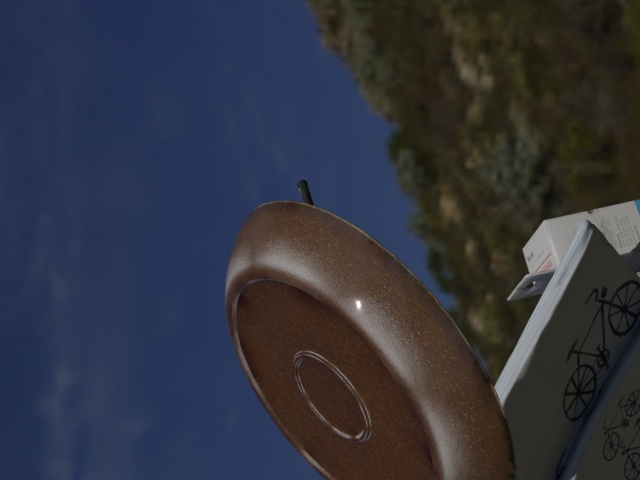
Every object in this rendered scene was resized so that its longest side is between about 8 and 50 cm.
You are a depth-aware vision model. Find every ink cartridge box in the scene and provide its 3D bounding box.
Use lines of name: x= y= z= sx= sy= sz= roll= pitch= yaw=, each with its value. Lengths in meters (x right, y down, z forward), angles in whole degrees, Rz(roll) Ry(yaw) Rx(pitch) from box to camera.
ink cartridge box: x=0.294 y=0.009 z=1.900 sx=0.104 sy=0.180 sz=0.060 roll=111 pitch=145 yaw=-70

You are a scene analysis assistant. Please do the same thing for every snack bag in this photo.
snack bag: x=0.300 y=0.181 z=1.839 sx=0.342 sy=0.037 sz=0.323 roll=44 pitch=-110 yaw=-40

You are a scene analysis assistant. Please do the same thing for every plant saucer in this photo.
plant saucer: x=0.023 y=0.112 z=1.347 sx=0.050 sy=0.310 sz=0.310 roll=-37 pitch=-40 yaw=-27

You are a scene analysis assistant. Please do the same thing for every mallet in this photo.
mallet: x=0.000 y=0.000 z=2.365 sx=0.062 sy=0.039 sz=0.189 roll=70 pitch=-177 yaw=-50

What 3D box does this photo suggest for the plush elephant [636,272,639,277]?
plush elephant: x=0.451 y=0.181 z=2.189 sx=0.272 sy=0.330 sz=0.255 roll=-61 pitch=3 yaw=18
